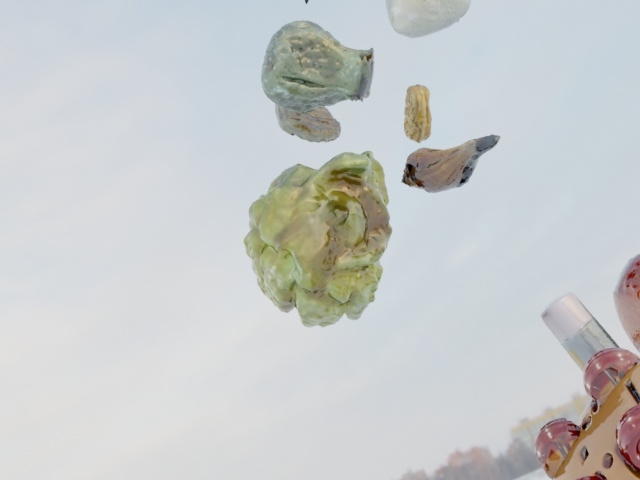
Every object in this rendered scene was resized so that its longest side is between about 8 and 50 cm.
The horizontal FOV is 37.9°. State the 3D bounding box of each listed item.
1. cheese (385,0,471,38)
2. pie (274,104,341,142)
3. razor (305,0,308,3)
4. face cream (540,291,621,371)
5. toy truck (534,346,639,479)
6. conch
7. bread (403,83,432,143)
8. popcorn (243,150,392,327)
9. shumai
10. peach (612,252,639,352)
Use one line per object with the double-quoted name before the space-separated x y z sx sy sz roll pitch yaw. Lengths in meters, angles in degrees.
"cheese" 0.245 -0.581 2.237 0.198 0.154 0.189 -17 25 -1
"pie" -0.031 -0.318 2.459 0.195 0.195 0.046 -9 -46 -38
"razor" -0.012 -0.528 1.760 0.028 0.044 0.154 6 -57 3
"face cream" 0.453 0.200 1.463 0.073 0.269 0.107 -38 -9 4
"toy truck" 0.414 0.269 1.121 0.265 0.239 0.189 -60 12 19
"conch" 0.214 -0.123 1.558 0.232 0.080 0.086 -7 2 41
"bread" 0.183 -0.237 1.743 0.044 0.111 0.083 -1 20 -6
"popcorn" -0.001 -0.009 1.767 0.279 0.335 0.274 -9 -21 10
"shumai" -0.003 -0.421 2.234 0.260 0.225 0.222 -10 9 -43
"peach" 0.669 0.123 1.695 0.238 0.281 0.281 -51 -23 7
